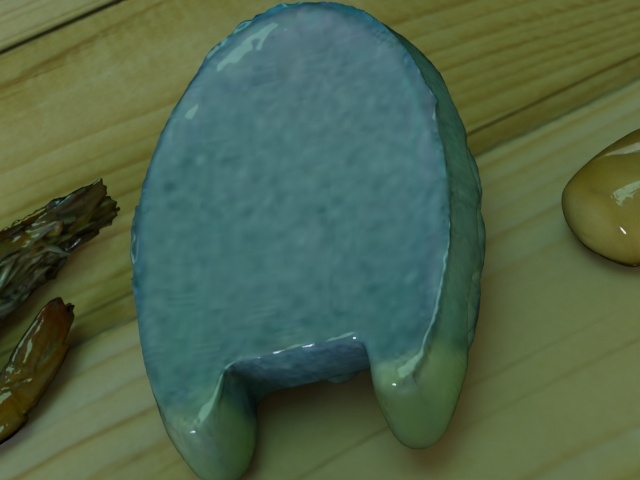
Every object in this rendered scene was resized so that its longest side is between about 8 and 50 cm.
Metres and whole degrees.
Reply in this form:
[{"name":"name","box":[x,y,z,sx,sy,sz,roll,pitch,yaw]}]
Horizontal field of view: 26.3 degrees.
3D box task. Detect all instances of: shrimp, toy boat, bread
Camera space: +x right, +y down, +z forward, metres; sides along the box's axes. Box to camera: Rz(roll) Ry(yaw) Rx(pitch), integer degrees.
[{"name":"shrimp","box":[-0.219,0.052,0.899,0.150,0.068,0.248,26,63,23]},{"name":"toy boat","box":[0.000,0.000,0.857,0.215,0.123,0.329,-16,53,14]},{"name":"bread","box":[0.204,-0.038,0.840,0.115,0.056,0.082,-30,44,-11]}]
